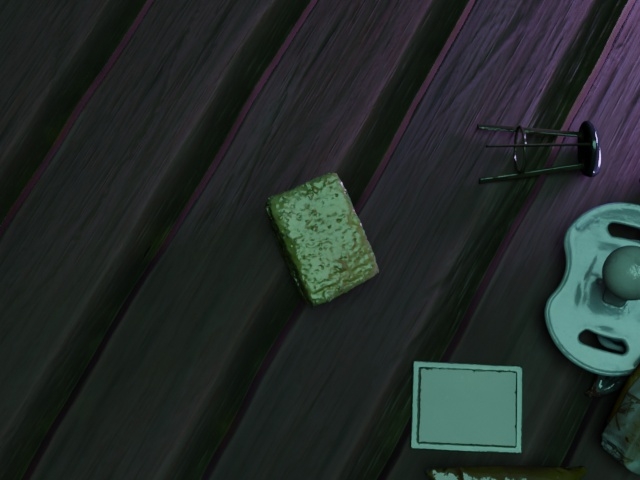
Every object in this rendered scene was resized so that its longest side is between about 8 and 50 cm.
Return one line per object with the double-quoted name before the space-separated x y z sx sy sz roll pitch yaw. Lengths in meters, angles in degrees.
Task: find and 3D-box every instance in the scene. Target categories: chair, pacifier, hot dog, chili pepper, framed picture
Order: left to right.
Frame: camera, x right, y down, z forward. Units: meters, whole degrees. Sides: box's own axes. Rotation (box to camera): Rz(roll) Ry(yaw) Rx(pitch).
"framed picture" 0.240 0.272 1.419 0.183 0.011 0.142 3 79 -2
"chair" 0.377 -0.153 1.459 0.221 0.095 0.104 -2 88 -3
"chili pepper" 0.497 0.205 1.425 0.153 0.041 0.050 -37 41 -8
"pacifier" 0.483 0.071 1.353 0.238 0.226 0.287 19 82 15
"hot dog" 0.532 0.249 1.342 0.144 0.075 0.268 20 117 -11

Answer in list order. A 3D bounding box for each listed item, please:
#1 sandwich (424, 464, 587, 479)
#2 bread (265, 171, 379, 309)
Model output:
"sandwich" 0.288 0.397 1.356 0.257 0.094 0.096 3 78 -3
"bread" 0.000 0.000 1.416 0.138 0.102 0.196 -25 84 -3
